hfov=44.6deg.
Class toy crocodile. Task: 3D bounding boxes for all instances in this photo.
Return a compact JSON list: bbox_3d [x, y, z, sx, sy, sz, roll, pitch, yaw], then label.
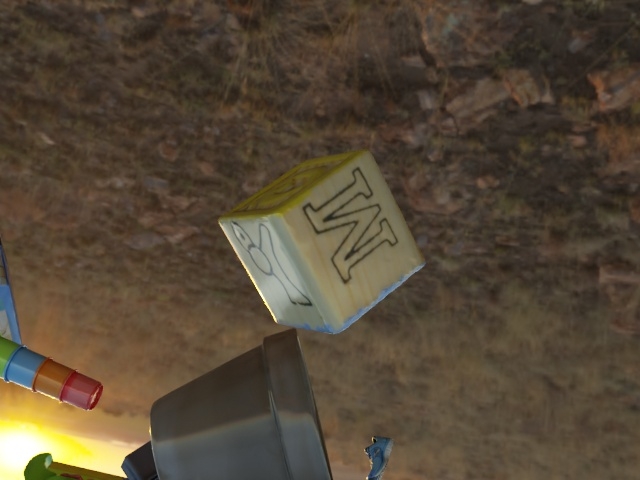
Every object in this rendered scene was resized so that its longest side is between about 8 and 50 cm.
[{"bbox_3d":[-0.431,0.510,1.501,0.341,0.105,0.115,14,138,20],"label":"toy crocodile"}]

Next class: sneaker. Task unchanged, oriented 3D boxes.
[{"bbox_3d":[0.154,0.619,2.208,0.073,0.162,0.063,19,126,8],"label":"sneaker"}]

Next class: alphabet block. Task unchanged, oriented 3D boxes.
[{"bbox_3d":[0.000,0.000,1.160,0.192,0.193,0.197,-1,121,58],"label":"alphabet block"}]

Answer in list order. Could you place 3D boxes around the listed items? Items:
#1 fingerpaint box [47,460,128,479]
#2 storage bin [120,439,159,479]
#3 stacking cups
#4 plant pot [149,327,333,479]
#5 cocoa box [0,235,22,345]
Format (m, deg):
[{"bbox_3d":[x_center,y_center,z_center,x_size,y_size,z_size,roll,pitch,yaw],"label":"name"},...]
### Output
[{"bbox_3d":[-0.655,0.834,2.031,0.372,0.444,0.163,8,139,12],"label":"fingerpaint box"},{"bbox_3d":[-0.393,0.519,1.817,0.091,0.135,0.098,46,134,16],"label":"storage bin"},{"bbox_3d":[-0.606,0.260,1.624,0.317,0.096,0.096,19,163,4],"label":"stacking cups"},{"bbox_3d":[-0.138,0.345,1.381,0.281,0.323,0.323,-14,162,-1],"label":"plant pot"},{"bbox_3d":[-0.866,0.132,1.729,0.347,0.228,0.231,-11,137,-21],"label":"cocoa box"}]
